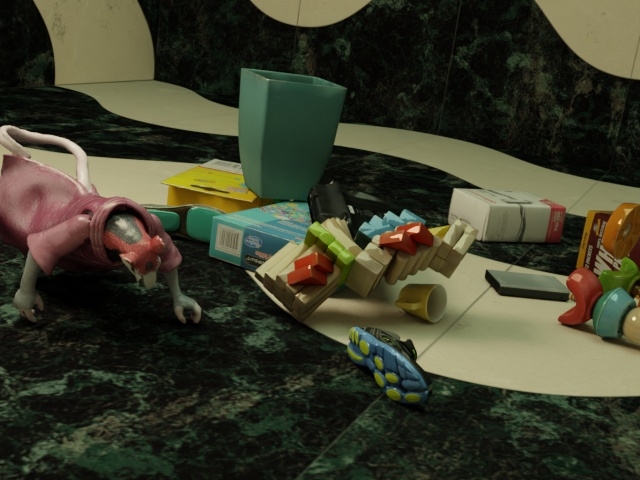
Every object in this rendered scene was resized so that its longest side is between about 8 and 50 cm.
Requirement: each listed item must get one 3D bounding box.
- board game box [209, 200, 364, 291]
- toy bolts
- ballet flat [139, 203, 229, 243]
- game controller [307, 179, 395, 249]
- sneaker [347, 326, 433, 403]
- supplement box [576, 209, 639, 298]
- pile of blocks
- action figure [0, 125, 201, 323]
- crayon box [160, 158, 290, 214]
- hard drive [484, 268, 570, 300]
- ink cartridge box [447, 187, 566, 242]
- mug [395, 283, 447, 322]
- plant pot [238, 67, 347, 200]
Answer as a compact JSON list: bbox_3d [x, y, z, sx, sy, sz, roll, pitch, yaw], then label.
[{"bbox_3d":[0.000,0.000,1.688,0.254,0.079,0.336,17,18,30],"label":"board game box"},{"bbox_3d":[0.528,0.073,1.513,0.158,0.218,0.229,28,42,37],"label":"toy bolts"},{"bbox_3d":[-0.256,-0.038,1.716,0.213,0.072,0.068,6,11,-5],"label":"ballet flat"},{"bbox_3d":[0.064,-0.038,1.625,0.167,0.067,0.319,21,14,-9],"label":"game controller"},{"bbox_3d":[0.099,0.155,1.197,0.078,0.067,0.188,-4,16,-20],"label":"sneaker"},{"bbox_3d":[0.664,0.026,1.843,0.191,0.129,0.194,0,17,-26],"label":"supplement box"},{"bbox_3d":[0.082,0.002,1.397,0.362,0.112,0.148,-15,65,-19],"label":"pile of blocks"},{"bbox_3d":[-0.305,-0.022,1.295,0.248,0.275,0.370,4,1,-37],"label":"action figure"},{"bbox_3d":[-0.196,-0.099,1.943,0.202,0.081,0.318,12,15,11],"label":"crayon box"},{"bbox_3d":[0.382,0.083,1.692,0.135,0.022,0.094,6,16,-8],"label":"hard drive"},{"bbox_3d":[0.427,-0.058,2.100,0.218,0.092,0.158,-1,17,-24],"label":"ink cartridge box"},{"bbox_3d":[0.157,0.093,1.461,0.064,0.062,0.078,10,-20,39],"label":"mug"},{"bbox_3d":[-0.072,-0.205,1.793,0.166,0.234,0.165,3,16,-24],"label":"plant pot"}]
